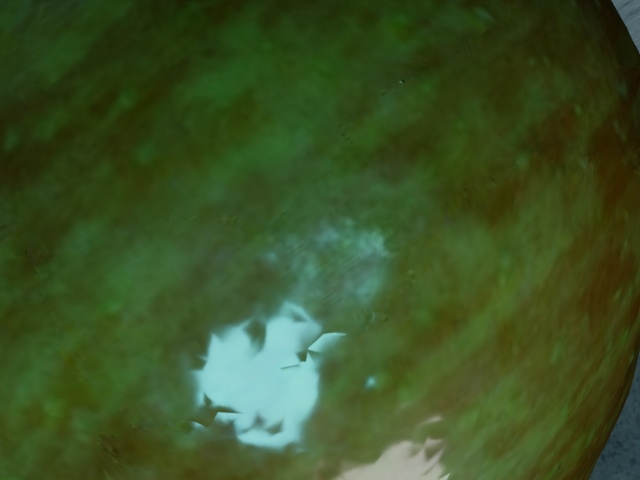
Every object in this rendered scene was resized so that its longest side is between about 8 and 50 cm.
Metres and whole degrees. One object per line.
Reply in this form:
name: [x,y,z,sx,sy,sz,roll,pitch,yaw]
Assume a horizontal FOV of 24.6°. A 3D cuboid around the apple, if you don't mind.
apple: [-0.019,-0.001,0.483,0.250,0.277,0.309,-47,-173,-8]
